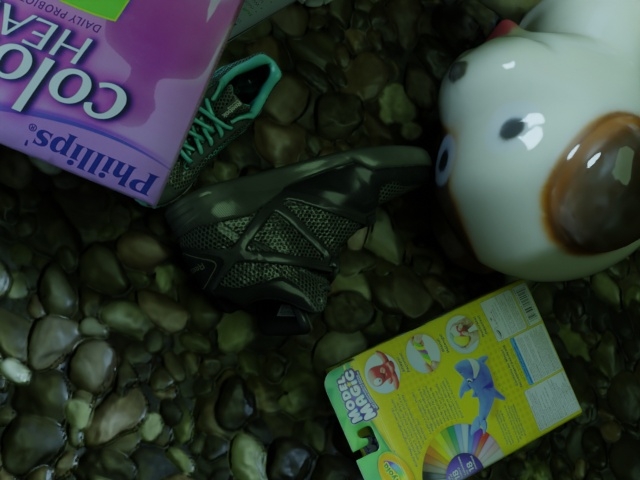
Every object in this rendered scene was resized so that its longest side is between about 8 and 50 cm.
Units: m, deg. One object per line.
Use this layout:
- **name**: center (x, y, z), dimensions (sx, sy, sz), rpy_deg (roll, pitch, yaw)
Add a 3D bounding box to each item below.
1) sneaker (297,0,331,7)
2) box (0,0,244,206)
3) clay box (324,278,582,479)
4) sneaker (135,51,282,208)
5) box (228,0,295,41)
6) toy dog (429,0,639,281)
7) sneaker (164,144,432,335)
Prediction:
- **sneaker**: center (0.049, -0.274, 1.220), dimensions (0.071, 0.083, 0.191), rpy_deg (48, 57, -8)
- **box**: center (-0.159, -0.183, 0.945), dimensions (0.213, 0.243, 0.117), rpy_deg (23, 22, -8)
- **clay box**: center (0.101, 0.129, 1.146), dimensions (0.222, 0.053, 0.127), rpy_deg (-21, 87, -32)
- **sneaker**: center (-0.090, -0.093, 1.087), dimensions (0.065, 0.076, 0.166), rpy_deg (45, 59, -10)
- **box**: center (-0.070, -0.307, 1.031), dimensions (0.262, 0.231, 0.127), rpy_deg (42, 43, -27)
- **toy dog**: center (0.260, -0.113, 1.210), dimensions (0.408, 0.284, 0.395), rpy_deg (-28, 109, -33)
- **sneaker**: center (0.000, 0.000, 1.109), dimensions (0.227, 0.087, 0.130), rpy_deg (-19, 87, -30)
